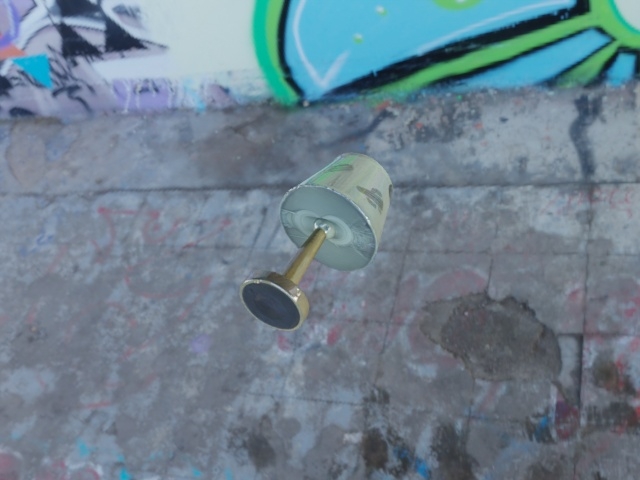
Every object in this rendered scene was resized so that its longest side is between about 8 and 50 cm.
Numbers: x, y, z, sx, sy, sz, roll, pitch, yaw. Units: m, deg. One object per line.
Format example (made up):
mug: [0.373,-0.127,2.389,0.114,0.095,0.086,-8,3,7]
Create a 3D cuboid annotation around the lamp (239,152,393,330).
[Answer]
lamp: [0.000,0.000,0.802,0.121,0.121,0.215,8,44,27]
